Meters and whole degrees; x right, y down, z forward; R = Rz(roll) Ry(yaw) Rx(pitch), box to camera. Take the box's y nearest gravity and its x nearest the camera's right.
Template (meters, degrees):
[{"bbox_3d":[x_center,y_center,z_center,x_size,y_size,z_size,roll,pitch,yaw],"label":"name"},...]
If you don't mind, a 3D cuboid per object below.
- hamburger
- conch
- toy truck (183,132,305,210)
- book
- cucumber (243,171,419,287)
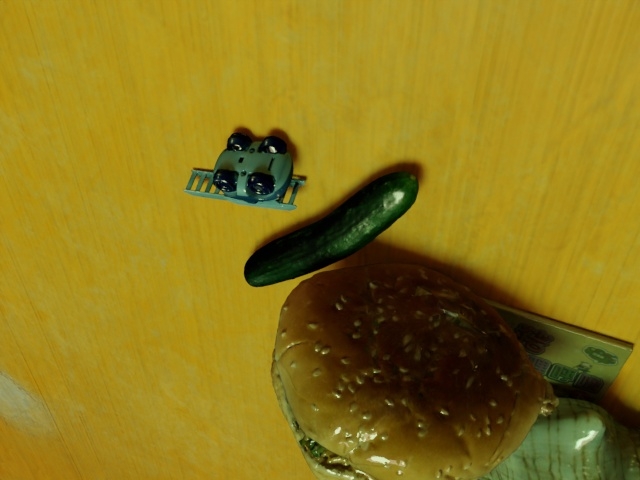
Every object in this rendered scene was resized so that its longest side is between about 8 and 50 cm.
[{"bbox_3d":[0.085,0.139,0.727,0.286,0.243,0.146,24,135,-2],"label":"hamburger"},{"bbox_3d":[0.277,0.265,0.798,0.386,0.169,0.203,2,110,4],"label":"conch"},{"bbox_3d":[-0.088,-0.068,0.744,0.136,0.063,0.074,10,155,21],"label":"toy truck"},{"bbox_3d":[0.237,0.151,0.836,0.168,0.013,0.192,18,137,10],"label":"book"},{"bbox_3d":[0.000,0.000,0.770,0.056,0.056,0.284,42,136,-18],"label":"cucumber"}]
